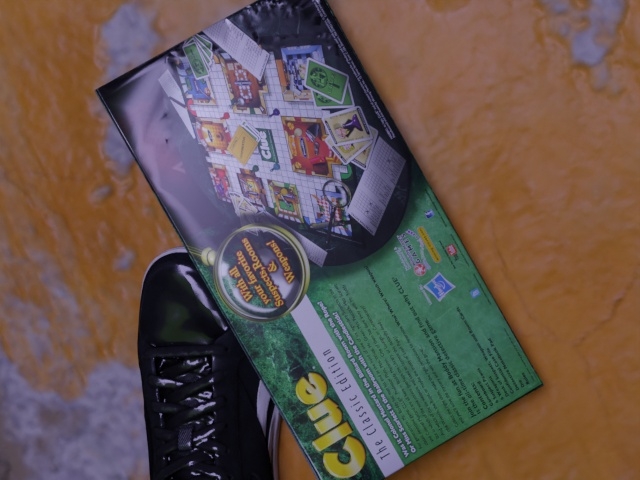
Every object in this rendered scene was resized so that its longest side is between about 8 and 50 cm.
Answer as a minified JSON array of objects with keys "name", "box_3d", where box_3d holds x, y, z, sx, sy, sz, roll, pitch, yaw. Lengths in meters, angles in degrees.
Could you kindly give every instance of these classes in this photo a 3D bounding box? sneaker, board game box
[{"name":"sneaker","box_3d":[-0.064,0.115,0.615,0.079,0.121,0.217,-10,96,11]},{"name":"board game box","box_3d":[0.000,0.000,0.616,0.136,0.030,0.260,-29,91,-7]}]
